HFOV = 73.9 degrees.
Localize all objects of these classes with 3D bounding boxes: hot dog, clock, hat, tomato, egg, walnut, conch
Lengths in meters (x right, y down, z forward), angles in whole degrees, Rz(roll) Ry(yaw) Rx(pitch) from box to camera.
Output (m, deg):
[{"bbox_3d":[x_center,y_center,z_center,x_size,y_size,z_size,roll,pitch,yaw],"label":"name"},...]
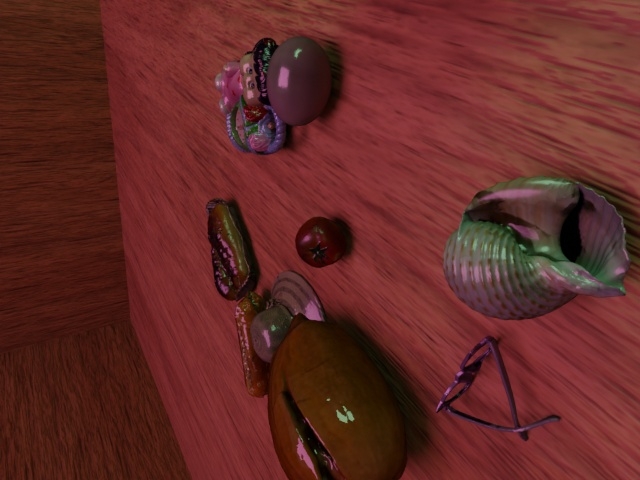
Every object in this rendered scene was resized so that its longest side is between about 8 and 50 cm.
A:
[{"bbox_3d":[-0.155,0.250,1.021,0.072,0.115,0.269,-1,106,14],"label":"hot dog"},{"bbox_3d":[-0.112,-0.259,0.796,0.195,0.100,0.194,9,112,58],"label":"clock"},{"bbox_3d":[-0.243,0.023,1.101,0.162,0.081,0.271,-36,69,53],"label":"hot dog"},{"bbox_3d":[-0.090,0.197,0.897,0.252,0.109,0.252,23,118,52],"label":"hat"},{"bbox_3d":[0.000,0.000,0.722,0.075,0.087,0.087,-72,2,-50],"label":"tomato"},{"bbox_3d":[-0.033,-0.247,0.669,0.103,0.103,0.135,46,140,40],"label":"egg"},{"bbox_3d":[0.009,0.256,0.694,0.336,0.208,0.209,-115,33,-42],"label":"walnut"},{"bbox_3d":[0.195,0.009,0.408,0.153,0.102,0.136,1,90,24],"label":"conch"}]

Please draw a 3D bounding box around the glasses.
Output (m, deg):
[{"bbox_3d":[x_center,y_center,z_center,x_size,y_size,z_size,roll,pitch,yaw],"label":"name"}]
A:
[{"bbox_3d":[0.203,0.189,0.490,0.104,0.062,0.140,47,138,36],"label":"glasses"}]
